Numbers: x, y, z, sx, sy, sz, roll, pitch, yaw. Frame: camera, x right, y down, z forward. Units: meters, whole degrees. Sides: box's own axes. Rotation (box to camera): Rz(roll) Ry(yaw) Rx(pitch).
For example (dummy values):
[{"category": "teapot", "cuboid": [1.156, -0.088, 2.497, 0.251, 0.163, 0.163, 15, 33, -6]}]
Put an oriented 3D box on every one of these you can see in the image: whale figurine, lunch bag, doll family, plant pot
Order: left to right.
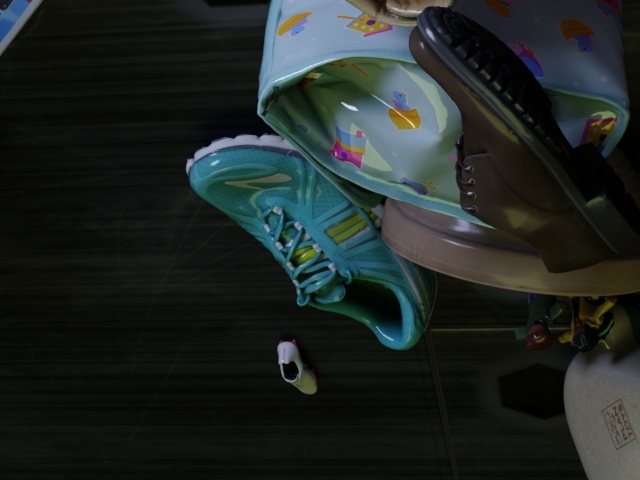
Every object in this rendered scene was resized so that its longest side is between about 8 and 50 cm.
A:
[{"category": "lunch bag", "cuboid": [0.084, -0.135, 1.290, 0.262, 0.223, 0.160, 10, 133, -3]}, {"category": "plant pot", "cuboid": [0.172, -0.042, 1.423, 0.237, 0.237, 0.110, 7, 105, 2]}, {"category": "doll family", "cuboid": [0.248, 0.041, 1.546, 0.076, 0.111, 0.193, 22, 137, -14]}, {"category": "whale figurine", "cuboid": [0.327, 0.153, 1.594, 0.141, 0.216, 0.272, -14, 162, -17]}]

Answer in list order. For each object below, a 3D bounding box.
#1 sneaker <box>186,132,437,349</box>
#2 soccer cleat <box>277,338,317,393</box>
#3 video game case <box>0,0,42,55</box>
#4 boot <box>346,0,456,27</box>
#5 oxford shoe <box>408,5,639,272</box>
[{"category": "sneaker", "cuboid": [0.000, 0.000, 1.547, 0.275, 0.110, 0.107, 33, 134, -24]}, {"category": "soccer cleat", "cuboid": [-0.025, 0.134, 1.759, 0.029, 0.036, 0.083, -6, 136, 17]}, {"category": "video game case", "cuboid": [-0.274, -0.268, 1.323, 0.204, 0.025, 0.285, 28, 135, -21]}, {"category": "boot", "cuboid": [0.110, -0.222, 1.202, 0.262, 0.203, 0.095, 21, 138, -11]}, {"category": "oxford shoe", "cuboid": [0.119, -0.056, 1.156, 0.096, 0.083, 0.227, -30, 116, 22]}]
